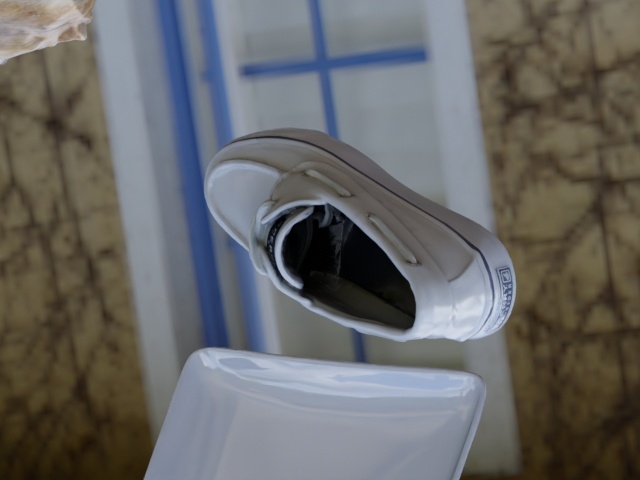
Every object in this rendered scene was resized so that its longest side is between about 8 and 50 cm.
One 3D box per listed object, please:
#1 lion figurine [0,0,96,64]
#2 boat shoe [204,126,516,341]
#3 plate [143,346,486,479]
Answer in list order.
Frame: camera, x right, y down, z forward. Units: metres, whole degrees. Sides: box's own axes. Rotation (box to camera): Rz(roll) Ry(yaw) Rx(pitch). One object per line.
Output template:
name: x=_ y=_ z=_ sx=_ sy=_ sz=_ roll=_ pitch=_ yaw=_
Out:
lion figurine: x=-0.313 y=-0.304 z=1.432 sx=0.240 sy=0.392 sz=0.142 roll=-11 pitch=165 yaw=-26
boat shoe: x=0.000 y=0.000 z=1.252 sx=0.088 sy=0.096 sz=0.267 roll=-9 pitch=-151 yaw=-41
plate: x=-0.023 y=0.218 z=1.447 sx=0.277 sy=0.278 sz=0.045 roll=2 pitch=155 yaw=37
